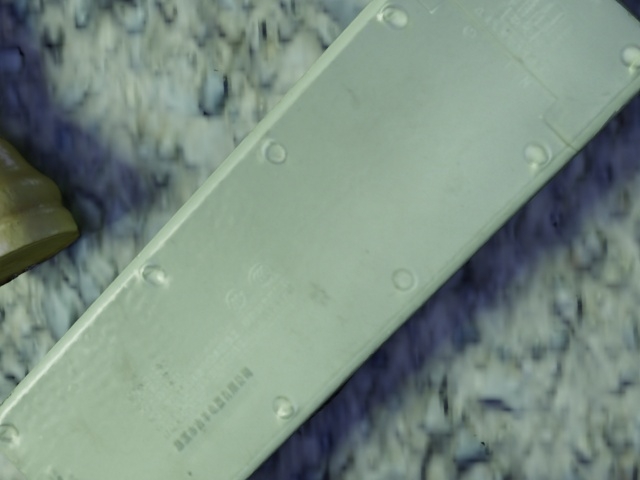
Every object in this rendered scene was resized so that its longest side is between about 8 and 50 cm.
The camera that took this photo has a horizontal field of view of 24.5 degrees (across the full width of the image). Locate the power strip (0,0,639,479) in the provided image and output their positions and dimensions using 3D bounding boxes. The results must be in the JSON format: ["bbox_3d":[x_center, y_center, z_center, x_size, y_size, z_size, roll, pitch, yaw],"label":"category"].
[{"bbox_3d":[0.000,0.000,0.633,0.106,0.043,0.367,45,107,3],"label":"power strip"}]

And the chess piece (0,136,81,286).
[{"bbox_3d":[-0.165,-0.041,0.666,0.066,0.066,0.122,-31,85,15],"label":"chess piece"}]
